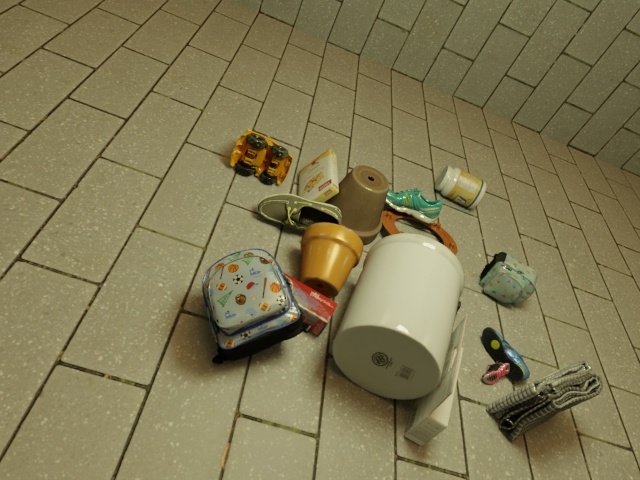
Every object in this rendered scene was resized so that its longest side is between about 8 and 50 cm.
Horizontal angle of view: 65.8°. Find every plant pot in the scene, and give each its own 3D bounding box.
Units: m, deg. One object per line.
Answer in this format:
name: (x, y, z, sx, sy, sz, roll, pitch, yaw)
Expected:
plant pot: (0.019, 0.077, 1.604, 0.205, 0.205, 0.187, 23, 57, -7)
plant pot: (0.143, -0.150, 1.859, 0.263, 0.229, 0.262, 15, 44, -15)

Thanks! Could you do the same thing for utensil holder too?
utensil holder: (0.234, 0.219, 1.467, 0.328, 0.327, 0.385, 30, 43, 1)

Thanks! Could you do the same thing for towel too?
towel: (0.691, 0.487, 1.512, 0.284, 0.235, 0.121, -7, 58, -34)

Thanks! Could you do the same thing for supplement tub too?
supplement tub: (0.652, -0.251, 2.304, 0.200, 0.144, 0.144, 26, 41, -2)

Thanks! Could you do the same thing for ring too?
ring: (0.401, -0.039, 1.987, 0.337, 0.032, 0.336, 17, 30, -10)

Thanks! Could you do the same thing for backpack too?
backpack: (0.736, 0.158, 1.919, 0.189, 0.165, 0.144, 26, 42, 2)
backpack: (-0.196, 0.155, 1.329, 0.277, 0.213, 0.263, -18, 54, -14)

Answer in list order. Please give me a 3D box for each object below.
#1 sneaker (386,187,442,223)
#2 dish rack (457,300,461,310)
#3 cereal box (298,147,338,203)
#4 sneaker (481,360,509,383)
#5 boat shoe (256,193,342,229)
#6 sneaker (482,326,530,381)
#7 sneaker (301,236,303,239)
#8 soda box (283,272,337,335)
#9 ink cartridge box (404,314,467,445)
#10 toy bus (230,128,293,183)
sneaker: (0.369, -0.171, 2.037, 0.276, 0.109, 0.107, 22, 28, 2)
dish rack: (0.404, 0.145, 1.826, 0.209, 0.074, 0.271, 16, 41, -15)
cereal box: (-0.011, -0.227, 1.896, 0.047, 0.173, 0.240, 38, 32, -32)
sneaker: (0.574, 0.437, 1.649, 0.120, 0.047, 0.057, -17, 23, -28)
boat shoe: (-0.073, -0.095, 1.738, 0.305, 0.109, 0.091, 8, 20, -5)
sneaker: (0.643, 0.391, 1.714, 0.082, 0.069, 0.209, -1, 48, -45)
sneaker: (0.000, 0.000, 1.772, 0.135, 0.052, 0.058, -16, 67, -30)
soda box: (-0.089, 0.178, 1.508, 0.263, 0.083, 0.092, 31, 42, 2)
ink cartridge box: (0.353, 0.394, 1.397, 0.066, 0.261, 0.296, 30, 41, 3)
toy bus: (-0.222, -0.339, 1.934, 0.221, 0.149, 0.211, 22, 25, -11)
